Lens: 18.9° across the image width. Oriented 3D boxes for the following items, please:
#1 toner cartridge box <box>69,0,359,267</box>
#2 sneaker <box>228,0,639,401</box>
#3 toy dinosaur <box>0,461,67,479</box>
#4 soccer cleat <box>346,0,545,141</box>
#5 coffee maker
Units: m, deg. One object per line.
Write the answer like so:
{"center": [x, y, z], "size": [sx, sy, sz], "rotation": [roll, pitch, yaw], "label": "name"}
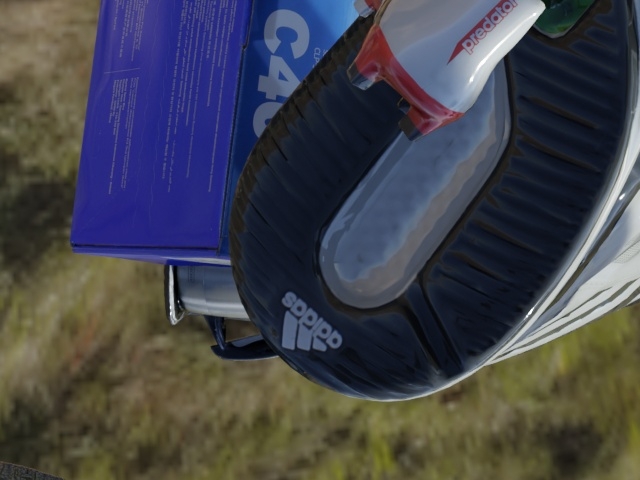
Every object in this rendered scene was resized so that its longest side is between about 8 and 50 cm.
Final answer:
{"center": [-0.049, -0.159, 1.063], "size": [0.075, 0.348, 0.165], "rotation": [10, 176, -36], "label": "toner cartridge box"}
{"center": [0.153, -0.119, 0.824], "size": [0.447, 0.169, 0.257], "rotation": [-47, 167, 6], "label": "sneaker"}
{"center": [-0.179, 0.168, 0.939], "size": [0.313, 0.121, 0.160], "rotation": [4, 105, 8], "label": "toy dinosaur"}
{"center": [0.023, -0.046, 0.343], "size": [0.035, 0.083, 0.029], "rotation": [-40, 107, 18], "label": "soccer cleat"}
{"center": [0.000, 0.000, 1.317], "size": [0.178, 0.171, 0.120], "rotation": [7, 128, 12], "label": "coffee maker"}
